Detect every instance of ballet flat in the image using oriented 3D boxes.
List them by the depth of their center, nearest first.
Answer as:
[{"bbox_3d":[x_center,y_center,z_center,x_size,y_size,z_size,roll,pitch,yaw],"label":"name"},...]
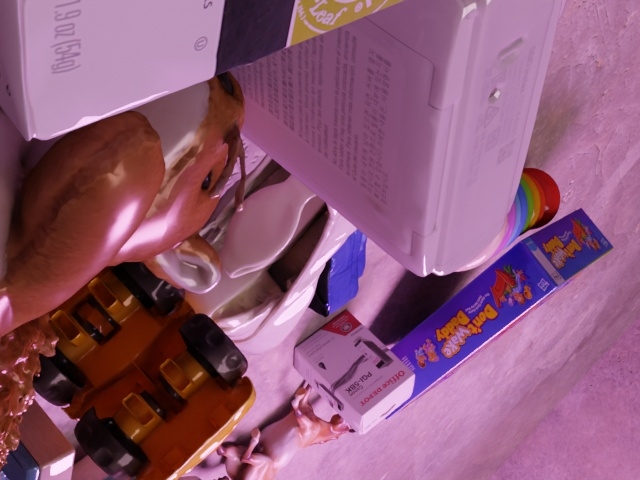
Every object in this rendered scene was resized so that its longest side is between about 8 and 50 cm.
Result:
[{"bbox_3d":[-0.059,0.008,0.962,0.139,0.139,0.400,-25,164,-38],"label":"ballet flat"}]

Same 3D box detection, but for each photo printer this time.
[{"bbox_3d":[0.003,-0.151,0.704,0.107,0.307,0.256,-35,148,-26],"label":"photo printer"}]

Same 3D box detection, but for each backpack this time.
[{"bbox_3d":[0.000,0.000,1.161,0.101,0.098,0.120,-38,141,-39],"label":"backpack"}]

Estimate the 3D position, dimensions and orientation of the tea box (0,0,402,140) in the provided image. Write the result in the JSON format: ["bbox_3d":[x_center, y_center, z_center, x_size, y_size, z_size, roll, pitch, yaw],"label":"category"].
[{"bbox_3d":[-0.067,-0.258,0.426,0.323,0.329,0.220,-28,148,-33],"label":"tea box"}]

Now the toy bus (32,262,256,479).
[{"bbox_3d":[-0.155,0.122,0.961,0.149,0.220,0.211,-42,159,-10],"label":"toy bus"}]

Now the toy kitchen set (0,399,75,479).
[{"bbox_3d":[-0.331,0.243,0.958,0.166,0.122,0.207,-25,146,-39],"label":"toy kitchen set"}]

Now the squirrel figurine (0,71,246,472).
[{"bbox_3d":[-0.233,-0.004,0.680,0.397,0.281,0.370,-46,169,30],"label":"squirrel figurine"}]

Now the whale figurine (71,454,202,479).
[{"bbox_3d":[-0.213,0.335,1.244,0.216,0.141,0.272,-50,155,4],"label":"whale figurine"}]

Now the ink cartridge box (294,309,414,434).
[{"bbox_3d":[0.045,0.173,1.418,0.099,0.135,0.056,-35,152,-25],"label":"ink cartridge box"}]

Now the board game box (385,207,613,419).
[{"bbox_3d":[0.238,0.106,1.551,0.347,0.078,0.233,-45,167,34],"label":"board game box"}]

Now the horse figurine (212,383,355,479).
[{"bbox_3d":[-0.063,0.277,1.482,0.263,0.066,0.174,-36,146,-26],"label":"horse figurine"}]

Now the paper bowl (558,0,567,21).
[{"bbox_3d":[0.103,-0.214,0.933,0.284,0.148,0.284,-31,153,-18],"label":"paper bowl"}]

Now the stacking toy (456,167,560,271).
[{"bbox_3d":[0.239,-0.044,1.429,0.330,0.141,0.141,-9,135,-57],"label":"stacking toy"}]
